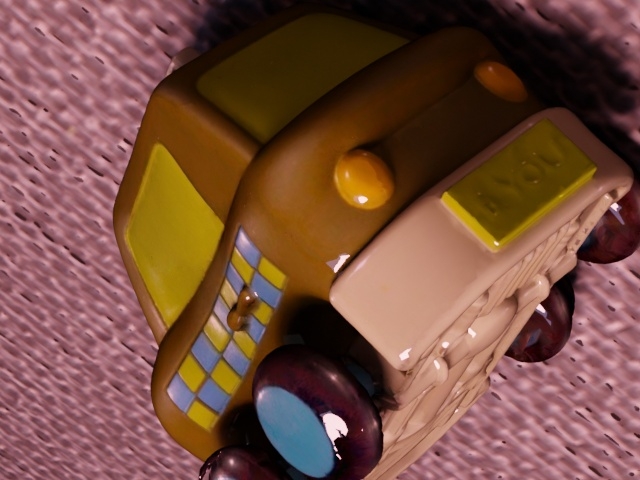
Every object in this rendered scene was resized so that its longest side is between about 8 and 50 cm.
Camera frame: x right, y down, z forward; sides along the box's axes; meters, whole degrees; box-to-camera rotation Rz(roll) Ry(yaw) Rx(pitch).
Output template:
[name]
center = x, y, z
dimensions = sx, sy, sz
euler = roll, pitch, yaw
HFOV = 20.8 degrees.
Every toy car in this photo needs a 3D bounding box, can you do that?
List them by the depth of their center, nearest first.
[toy car]
center = 0.000, 0.000, 0.759
dimensions = 0.198, 0.204, 0.248
euler = 45, 145, 14
